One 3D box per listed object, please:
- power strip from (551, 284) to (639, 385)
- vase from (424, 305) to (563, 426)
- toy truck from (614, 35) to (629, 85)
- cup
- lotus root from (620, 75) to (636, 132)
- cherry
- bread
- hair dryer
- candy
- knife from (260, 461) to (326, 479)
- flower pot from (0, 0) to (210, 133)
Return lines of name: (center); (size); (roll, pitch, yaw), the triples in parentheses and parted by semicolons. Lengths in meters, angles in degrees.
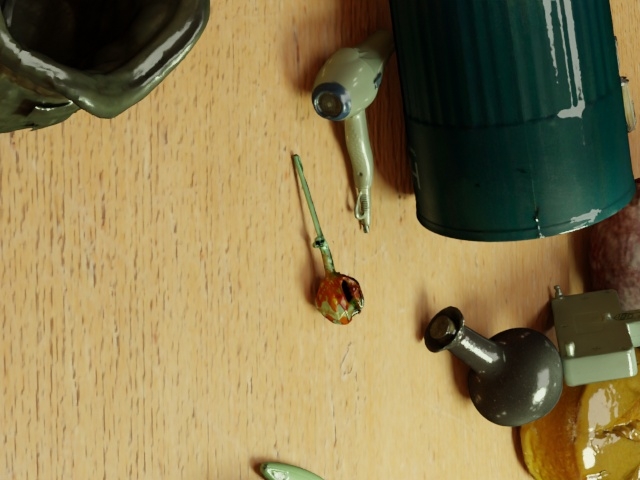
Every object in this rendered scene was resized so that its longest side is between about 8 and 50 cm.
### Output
power strip: (0.361, 0.107, 1.907); (0.216, 0.145, 0.061); (-79, 160, -71)
vase: (0.197, 0.139, 1.794); (0.183, 0.120, 0.120); (34, 62, -32)
toy truck: (0.290, -0.287, 1.855); (0.155, 0.124, 0.268); (-76, 155, -69)
cup: (0.214, -0.189, 1.681); (0.308, 0.242, 0.292); (-40, 126, -50)
lotus root: (0.411, -0.184, 2.138); (0.037, 0.030, 0.083); (-50, 131, -44)
cherry: (0.464, 0.033, 2.066); (0.300, 0.203, 0.230); (53, 56, -28)
bread: (0.364, 0.231, 1.980); (0.269, 0.142, 0.195); (2, 88, -55)
hair dryer: (0.054, -0.132, 1.660); (0.167, 0.067, 0.199); (-62, 145, -40)
candy: (0.000, 0.000, 1.593); (0.055, 0.049, 0.185); (-61, 134, -78)
knife: (0.023, 0.278, 1.628); (0.293, 0.019, 0.043); (32, 63, -49)
flower pot: (-0.222, -0.220, 1.153); (0.301, 0.213, 0.302); (1, 88, -52)
